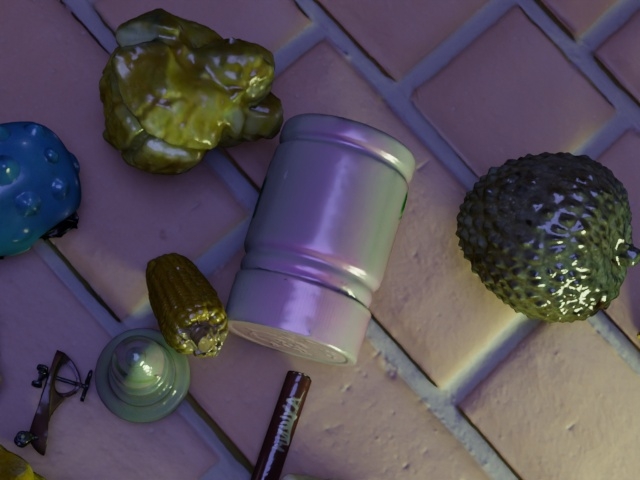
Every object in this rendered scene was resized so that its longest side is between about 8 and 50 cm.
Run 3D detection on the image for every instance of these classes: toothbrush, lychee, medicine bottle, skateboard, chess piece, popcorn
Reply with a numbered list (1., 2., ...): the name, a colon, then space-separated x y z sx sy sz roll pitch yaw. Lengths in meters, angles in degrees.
1. toothbrush: -0.086 0.363 1.755 0.041 0.041 0.363 19 77 -2
2. lychee: 0.341 -0.006 1.793 0.274 0.255 0.255 8 74 28
3. medicine bottle: 0.000 0.000 1.757 0.212 0.212 0.325 17 75 -2
4. skateboard: -0.384 0.236 1.742 0.080 0.067 0.151 18 72 -12
5. chess piece: -0.250 0.176 1.658 0.139 0.271 0.139 1 78 -5
6. popcorn: -0.196 -0.221 1.779 0.277 0.225 0.276 5 66 -10

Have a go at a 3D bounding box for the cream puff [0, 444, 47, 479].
1. cream puff: -0.480 0.369 1.629 0.282 0.281 0.185 -8 46 -8

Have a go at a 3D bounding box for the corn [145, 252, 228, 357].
1. corn: -0.193 0.087 1.708 0.097 0.261 0.097 -8 116 -16

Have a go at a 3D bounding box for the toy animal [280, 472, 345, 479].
1. toy animal: 0.043 0.459 1.670 0.188 0.308 0.266 -51 50 22

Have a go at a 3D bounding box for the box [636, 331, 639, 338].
1. box: 0.601 0.160 1.741 0.084 0.301 0.193 -40 84 -13

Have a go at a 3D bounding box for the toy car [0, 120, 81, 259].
1. toy car: -0.472 -0.074 1.733 0.255 0.190 0.188 -21 82 -9
